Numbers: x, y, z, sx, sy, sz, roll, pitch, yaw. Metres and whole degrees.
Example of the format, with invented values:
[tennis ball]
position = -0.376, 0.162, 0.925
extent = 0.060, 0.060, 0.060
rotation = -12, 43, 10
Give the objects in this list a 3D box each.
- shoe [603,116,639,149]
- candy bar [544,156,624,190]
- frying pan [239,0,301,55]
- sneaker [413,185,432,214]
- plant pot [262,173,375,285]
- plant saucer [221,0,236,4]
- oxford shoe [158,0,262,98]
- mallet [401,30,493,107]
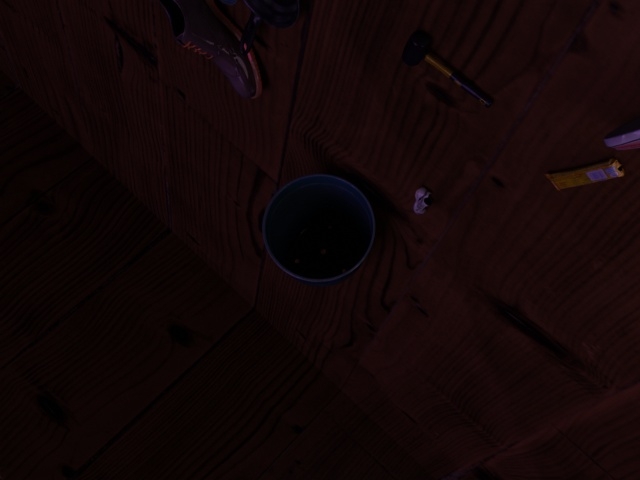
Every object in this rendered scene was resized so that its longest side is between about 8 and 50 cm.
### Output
[shoe]
position = 0.501, -0.142, 1.116
extent = 0.081, 0.063, 0.178
rotation = 57, 150, -11
[candy bar]
position = 0.448, -0.111, 1.310
extent = 0.040, 0.018, 0.161
rotation = 49, 156, -14
[frying pan]
position = -0.105, -0.486, 1.607
extent = 0.197, 0.053, 0.326
rotation = 35, 155, 24
[sneaker]
position = 0.229, -0.082, 1.705
extent = 0.037, 0.032, 0.083
rotation = 33, 154, 28
[plant pot]
position = 0.000, 0.000, 1.959
extent = 0.272, 0.271, 0.255
rotation = 42, 170, 12
[plant saucer]
position = -0.216, -0.578, 1.686
extent = 0.119, 0.021, 0.119
rotation = 36, 154, 21
[oxford shoe]
position = -0.270, -0.472, 1.801
extent = 0.130, 0.133, 0.363
rotation = 2, 130, 58
[mallet]
position = 0.230, -0.304, 1.363
extent = 0.190, 0.039, 0.062
rotation = 35, 152, 14
